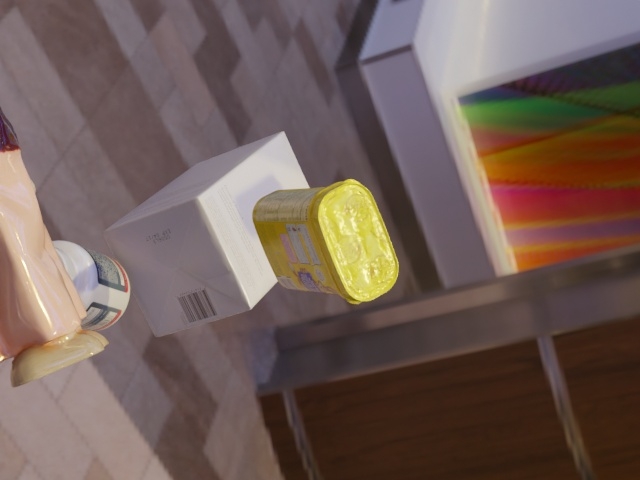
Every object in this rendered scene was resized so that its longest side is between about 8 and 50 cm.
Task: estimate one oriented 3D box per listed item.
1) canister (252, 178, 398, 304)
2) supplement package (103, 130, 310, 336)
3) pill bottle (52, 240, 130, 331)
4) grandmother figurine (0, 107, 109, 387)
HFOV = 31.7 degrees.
[{"bbox_3d":[0.000,0.000,1.241,0.073,0.170,0.126,-28,104,-25],"label":"canister"},{"bbox_3d":[-0.143,-0.015,1.656,0.175,0.177,0.293,65,30,-13],"label":"supplement package"},{"bbox_3d":[-0.327,0.057,1.459,0.180,0.108,0.108,40,39,-74],"label":"pill bottle"},{"bbox_3d":[-0.267,-0.060,0.873,0.342,0.104,0.208,68,-16,-1],"label":"grandmother figurine"}]
